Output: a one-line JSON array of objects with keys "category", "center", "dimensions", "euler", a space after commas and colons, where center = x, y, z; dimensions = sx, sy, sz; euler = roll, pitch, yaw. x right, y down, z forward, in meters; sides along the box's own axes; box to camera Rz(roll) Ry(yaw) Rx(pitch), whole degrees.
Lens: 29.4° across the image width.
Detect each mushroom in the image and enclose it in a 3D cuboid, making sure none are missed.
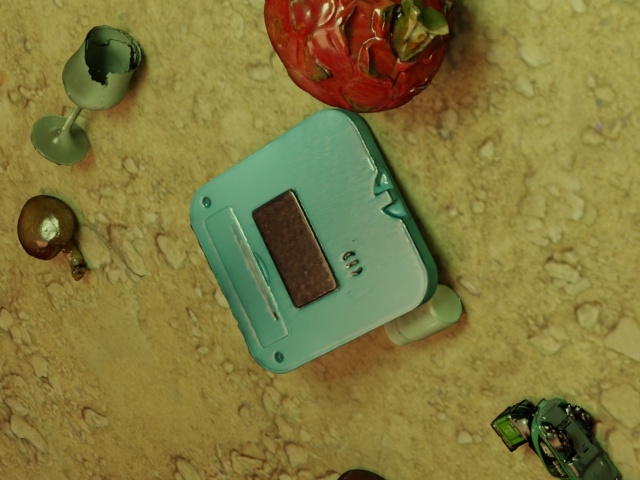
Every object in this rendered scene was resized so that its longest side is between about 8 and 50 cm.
[{"category": "mushroom", "center": [-0.359, 0.000, 1.650], "dimensions": [0.088, 0.073, 0.129], "euler": [-31, 98, 13]}]

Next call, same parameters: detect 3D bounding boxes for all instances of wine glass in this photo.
[{"category": "wine glass", "center": [-0.283, -0.173, 1.472], "dimensions": [0.079, 0.079, 0.195], "euler": [49, 137, 5]}]

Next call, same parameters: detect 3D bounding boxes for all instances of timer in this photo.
[{"category": "timer", "center": [0.000, 0.000, 1.332], "dimensions": [0.250, 0.091, 0.232], "euler": [-29, 83, 35]}]

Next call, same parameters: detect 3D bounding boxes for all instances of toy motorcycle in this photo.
[{"category": "toy motorcycle", "center": [0.263, 0.239, 1.275], "dimensions": [0.173, 0.058, 0.100], "euler": [53, 144, 3]}]

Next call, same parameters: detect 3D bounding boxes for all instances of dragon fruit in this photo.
[{"category": "dragon fruit", "center": [0.036, -0.204, 1.119], "dimensions": [0.209, 0.172, 0.172], "euler": [-124, 34, -43]}]

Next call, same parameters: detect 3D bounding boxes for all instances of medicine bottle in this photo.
[{"category": "medicine bottle", "center": [0.109, 0.081, 1.315], "dimensions": [0.083, 0.047, 0.047], "euler": [-32, 93, 47]}]

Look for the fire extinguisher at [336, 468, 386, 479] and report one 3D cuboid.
[{"category": "fire extinguisher", "center": [-0.017, 0.411, 1.415], "dimensions": [0.135, 0.337, 0.114], "euler": [17, 127, 31]}]
